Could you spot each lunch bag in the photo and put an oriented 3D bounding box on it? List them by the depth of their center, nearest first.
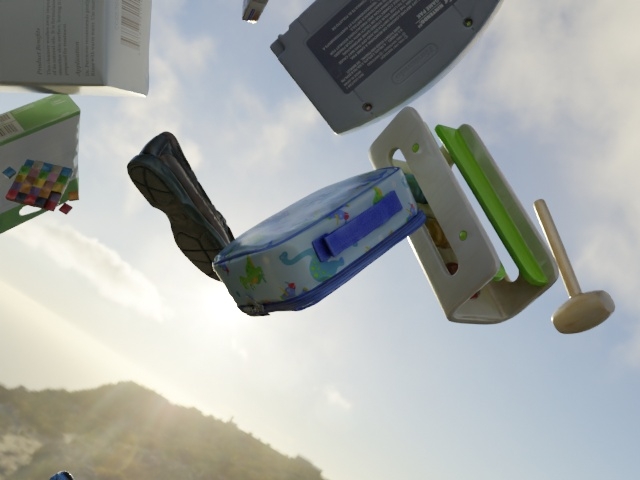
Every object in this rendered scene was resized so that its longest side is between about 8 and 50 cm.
[{"bbox_3d":[0.000,0.000,0.805,0.176,0.219,0.090,-15,-74,54],"label":"lunch bag"}]

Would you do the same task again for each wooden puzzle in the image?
[{"bbox_3d":[-0.277,-0.055,0.709,0.083,0.049,0.006,14,-28,3],"label":"wooden puzzle"}]

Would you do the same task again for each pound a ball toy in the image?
[{"bbox_3d":[0.206,-0.006,0.937,0.208,0.319,0.135,7,-43,-37],"label":"pound a ball toy"}]

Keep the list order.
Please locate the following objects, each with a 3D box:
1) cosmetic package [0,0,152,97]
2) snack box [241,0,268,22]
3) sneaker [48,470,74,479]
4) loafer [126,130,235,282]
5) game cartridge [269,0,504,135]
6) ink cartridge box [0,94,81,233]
[{"bbox_3d":[-0.447,-0.317,1.007,0.385,0.217,0.156,5,6,9],"label":"cosmetic package"},{"bbox_3d":[-0.068,-0.345,0.818,0.022,0.178,0.064,7,-14,-18],"label":"snack box"},{"bbox_3d":[-0.374,0.429,1.143,0.067,0.078,0.188,-2,-54,32],"label":"sneaker"},{"bbox_3d":[-0.183,-0.045,1.074,0.096,0.084,0.267,4,-39,31],"label":"loafer"},{"bbox_3d":[0.095,-0.291,0.993,0.196,0.294,0.060,54,16,9],"label":"game cartridge"},{"bbox_3d":[-0.490,-0.127,1.206,0.056,0.171,0.235,47,-35,13],"label":"ink cartridge box"}]
